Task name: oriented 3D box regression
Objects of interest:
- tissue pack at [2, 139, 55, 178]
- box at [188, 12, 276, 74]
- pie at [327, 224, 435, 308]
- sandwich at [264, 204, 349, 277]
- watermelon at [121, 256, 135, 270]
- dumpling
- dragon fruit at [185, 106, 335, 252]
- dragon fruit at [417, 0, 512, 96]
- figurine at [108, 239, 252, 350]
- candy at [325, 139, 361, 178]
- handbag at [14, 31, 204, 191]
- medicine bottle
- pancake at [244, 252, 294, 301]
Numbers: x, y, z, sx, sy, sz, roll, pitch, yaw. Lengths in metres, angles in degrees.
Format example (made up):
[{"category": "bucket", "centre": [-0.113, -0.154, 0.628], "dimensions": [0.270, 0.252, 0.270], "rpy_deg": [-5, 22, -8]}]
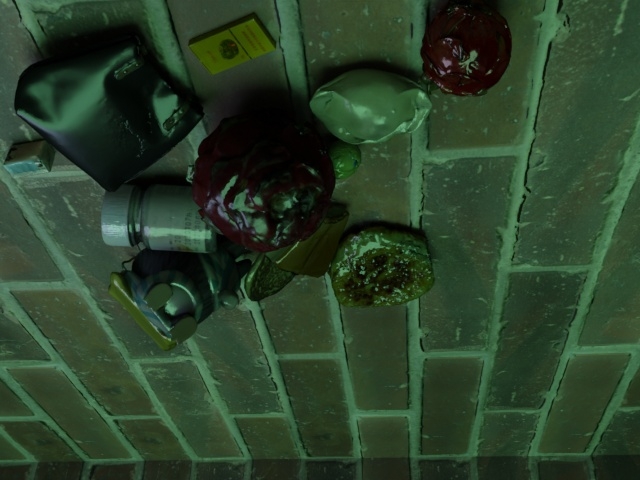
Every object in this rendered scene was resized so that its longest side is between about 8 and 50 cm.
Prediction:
[{"category": "tissue pack", "centre": [-0.670, -0.188, 1.788], "dimensions": [0.094, 0.074, 0.059], "rpy_deg": [-9, 141, 10]}, {"category": "box", "centre": [-0.175, -0.386, 1.532], "dimensions": [0.155, 0.023, 0.087], "rpy_deg": [-16, 144, 23]}, {"category": "pie", "centre": [0.164, 0.086, 2.119], "dimensions": [0.288, 0.103, 0.355], "rpy_deg": [-9, 142, 5]}, {"category": "sandwich", "centre": [0.000, 0.000, 1.975], "dimensions": [0.212, 0.063, 0.245], "rpy_deg": [-47, 154, 13]}, {"category": "watermelon", "centre": [-0.480, 0.121, 2.163], "dimensions": [0.187, 0.141, 0.140], "rpy_deg": [30, 136, -24]}, {"category": "dumpling", "centre": [0.103, -0.271, 1.590], "dimensions": [0.250, 0.132, 0.162], "rpy_deg": [1, 141, 1]}, {"category": "dragon fruit", "centre": [-0.119, -0.129, 1.644], "dimensions": [0.329, 0.329, 0.329], "rpy_deg": [1, 145, 1]}, {"category": "dragon fruit", "centre": [0.269, -0.353, 1.435], "dimensions": [0.172, 0.172, 0.209], "rpy_deg": [7, 149, -8]}, {"category": "figurine", "centre": [-0.316, 0.076, 1.965], "dimensions": [0.266, 0.377, 0.361], "rpy_deg": [53, 158, -17]}, {"category": "candy", "centre": [0.007, -0.133, 1.843], "dimensions": [0.092, 0.093, 0.335], "rpy_deg": [12, 151, -16]}, {"category": "handbag", "centre": [-0.424, -0.278, 1.600], "dimensions": [0.287, 0.152, 0.342], "rpy_deg": [-24, 142, 14]}, {"category": "medicine bottle", "centre": [-0.381, -0.055, 1.885], "dimensions": [0.273, 0.165, 0.165], "rpy_deg": [3, 145, -1]}, {"category": "pancake", "centre": [-0.108, 0.064, 2.032], "dimensions": [0.031, 0.250, 0.250], "rpy_deg": [41, 155, 24]}]
